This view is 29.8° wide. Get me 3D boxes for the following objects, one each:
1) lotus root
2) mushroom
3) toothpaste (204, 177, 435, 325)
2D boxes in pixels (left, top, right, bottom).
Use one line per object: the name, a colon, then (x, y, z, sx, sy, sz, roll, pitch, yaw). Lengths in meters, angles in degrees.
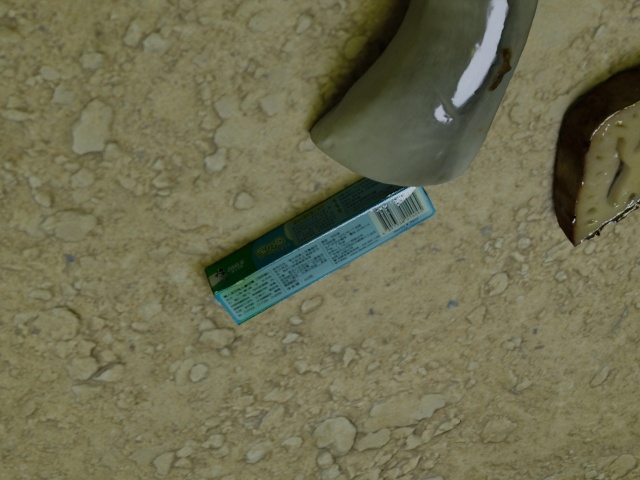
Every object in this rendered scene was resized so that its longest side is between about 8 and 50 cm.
lotus root: (0.368, -0.119, 1.413, 0.261, 0.074, 0.170, -35, 135, 12)
mushroom: (0.126, -0.225, 1.167, 0.177, 0.126, 0.397, 4, 133, -17)
toothpaste: (0.000, 0.000, 1.371, 0.267, 0.050, 0.065, -30, 137, 4)
